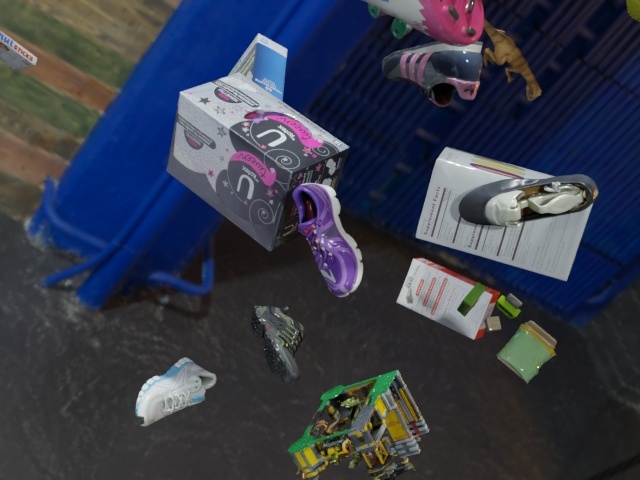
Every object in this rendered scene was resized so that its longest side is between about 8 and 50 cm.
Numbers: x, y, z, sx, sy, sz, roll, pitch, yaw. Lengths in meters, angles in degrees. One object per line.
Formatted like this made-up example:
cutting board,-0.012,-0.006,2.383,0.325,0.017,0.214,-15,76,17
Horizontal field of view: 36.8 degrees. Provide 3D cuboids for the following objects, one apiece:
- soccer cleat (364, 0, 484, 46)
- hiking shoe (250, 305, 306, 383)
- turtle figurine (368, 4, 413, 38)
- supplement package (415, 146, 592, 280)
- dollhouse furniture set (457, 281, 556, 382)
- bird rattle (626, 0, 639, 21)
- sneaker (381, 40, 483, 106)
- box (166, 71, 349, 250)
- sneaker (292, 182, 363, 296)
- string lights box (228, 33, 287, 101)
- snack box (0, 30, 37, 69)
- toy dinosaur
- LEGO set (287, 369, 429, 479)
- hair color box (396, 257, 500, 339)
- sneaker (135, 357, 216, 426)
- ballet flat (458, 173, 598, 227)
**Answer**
soccer cleat,0.073,-0.340,1.173,0.331,0.143,0.116,31,63,-43
hiking shoe,-0.077,0.228,2.208,0.114,0.086,0.227,-7,46,-24
turtle figurine,0.219,-0.488,1.941,0.234,0.118,0.175,-30,44,-27
supplement package,0.290,-0.046,1.528,0.244,0.133,0.139,16,17,8
dollhouse furniture set,0.272,0.126,1.387,0.152,0.076,0.058,41,-18,10
bird rattle,0.396,-0.381,1.153,0.253,0.207,0.143,36,59,-16
sneaker,0.231,-0.352,2.088,0.112,0.131,0.319,-2,2,-26
box,-0.105,-0.129,1.518,0.247,0.163,0.142,36,42,23
sneaker,0.000,0.000,1.320,0.071,0.068,0.169,3,59,-54
string lights box,-0.137,-0.289,1.961,0.077,0.133,0.259,26,39,-21
snack box,-0.648,-0.396,1.902,0.178,0.064,0.022,38,57,-49
toy dinosaur,0.301,-0.326,1.596,0.211,0.064,0.112,43,2,-22
LEGO set,0.096,0.445,2.088,0.192,0.255,0.331,62,19,-11
hair color box,0.236,0.106,1.784,0.167,0.093,0.053,25,13,24
sneaker,-0.248,0.267,1.677,0.083,0.071,0.191,15,28,22
ballet flat,0.303,-0.056,1.405,0.074,0.203,0.074,-9,90,-80
